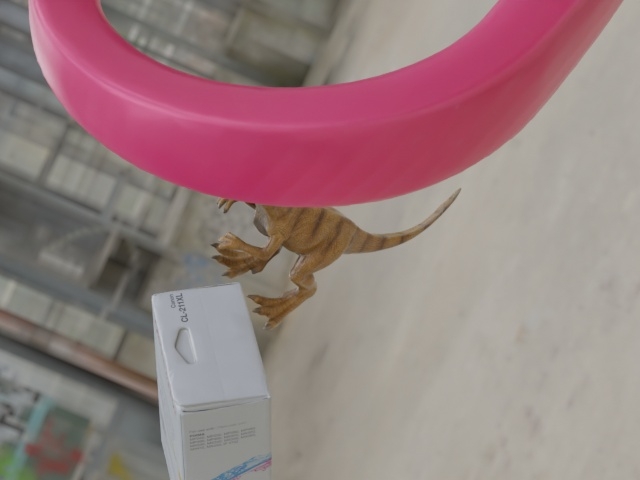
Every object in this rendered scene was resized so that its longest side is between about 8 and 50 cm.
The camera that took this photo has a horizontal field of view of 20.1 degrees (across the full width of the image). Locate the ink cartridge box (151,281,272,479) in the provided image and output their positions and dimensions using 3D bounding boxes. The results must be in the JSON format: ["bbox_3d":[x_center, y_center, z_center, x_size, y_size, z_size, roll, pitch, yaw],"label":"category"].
[{"bbox_3d":[-0.083,0.139,1.399,0.127,0.072,0.175,-108,14,-44],"label":"ink cartridge box"}]

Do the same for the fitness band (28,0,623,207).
[{"bbox_3d":[0.014,-0.126,0.694,0.291,0.209,0.054,-51,-20,-36],"label":"fitness band"}]

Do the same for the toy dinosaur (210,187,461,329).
[{"bbox_3d":[0.000,0.000,1.119,0.112,0.211,0.064,-41,57,24],"label":"toy dinosaur"}]
